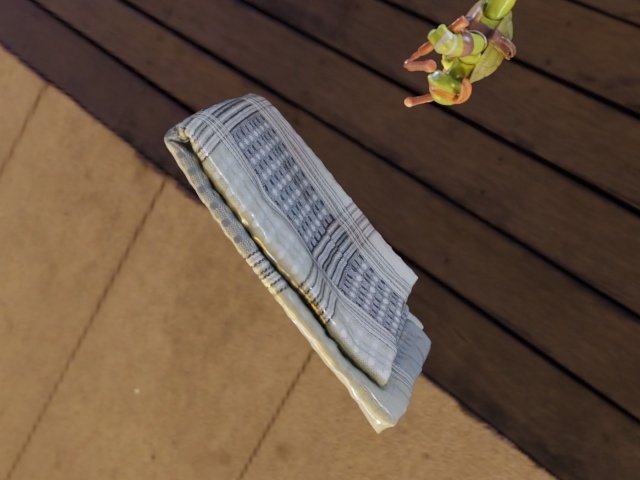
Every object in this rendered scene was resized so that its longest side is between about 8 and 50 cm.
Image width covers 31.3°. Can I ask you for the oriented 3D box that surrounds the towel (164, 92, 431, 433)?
[{"bbox_3d":[0.000,0.000,1.078,0.056,0.312,0.324,-35,94,13],"label":"towel"}]

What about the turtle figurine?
[{"bbox_3d":[0.170,-0.224,1.186,0.087,0.269,0.217,30,96,8],"label":"turtle figurine"}]
